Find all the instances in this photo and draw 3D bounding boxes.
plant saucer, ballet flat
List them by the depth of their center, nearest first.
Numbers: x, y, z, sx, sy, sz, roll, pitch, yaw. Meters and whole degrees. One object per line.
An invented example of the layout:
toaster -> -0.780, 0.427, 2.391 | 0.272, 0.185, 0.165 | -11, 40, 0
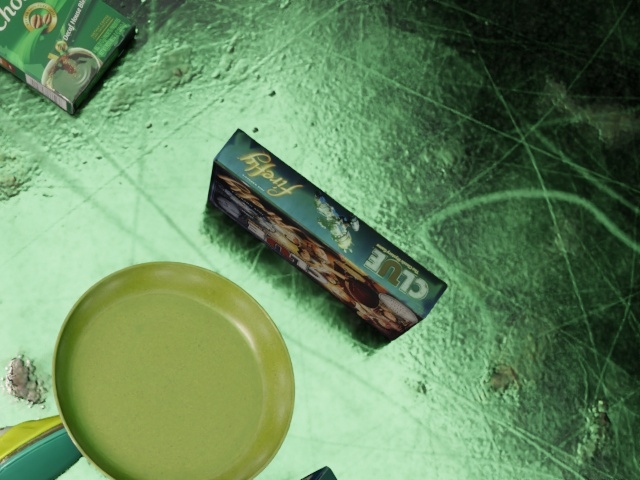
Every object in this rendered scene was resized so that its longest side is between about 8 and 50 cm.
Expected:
ballet flat -> -0.320, 0.225, 1.295 | 0.231, 0.077, 0.077 | -42, 59, -12
plant saucer -> -0.143, 0.137, 1.319 | 0.241, 0.037, 0.241 | 9, 64, -20

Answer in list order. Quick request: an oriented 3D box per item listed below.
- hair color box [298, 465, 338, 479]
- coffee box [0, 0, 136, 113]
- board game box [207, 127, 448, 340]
hair color box -> -0.103, 0.360, 1.198 | 0.347, 0.105, 0.174 | -32, 89, 14
coffee box -> -0.296, -0.226, 1.400 | 0.184, 0.040, 0.113 | 36, 77, 1
board game box -> 0.000, 0.000, 1.329 | 0.243, 0.165, 0.042 | 37, 77, 2
